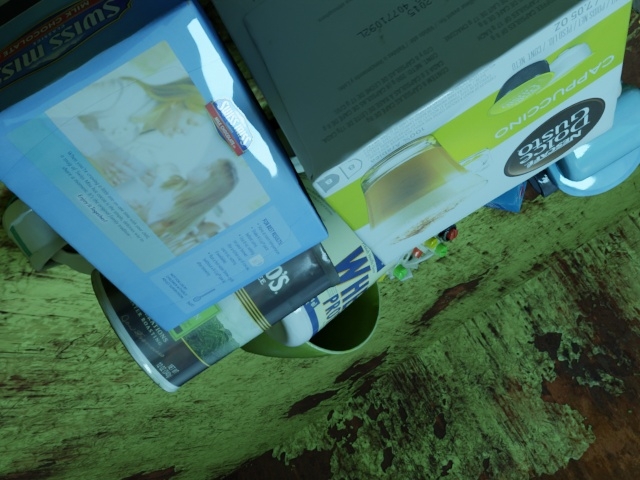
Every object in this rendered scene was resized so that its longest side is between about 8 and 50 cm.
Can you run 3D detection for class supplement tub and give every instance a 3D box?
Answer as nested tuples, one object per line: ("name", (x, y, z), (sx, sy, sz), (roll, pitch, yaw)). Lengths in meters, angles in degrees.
("supplement tub", (0.000, 0.000, 1.249), (0.325, 0.235, 0.235), (-39, 161, -20))

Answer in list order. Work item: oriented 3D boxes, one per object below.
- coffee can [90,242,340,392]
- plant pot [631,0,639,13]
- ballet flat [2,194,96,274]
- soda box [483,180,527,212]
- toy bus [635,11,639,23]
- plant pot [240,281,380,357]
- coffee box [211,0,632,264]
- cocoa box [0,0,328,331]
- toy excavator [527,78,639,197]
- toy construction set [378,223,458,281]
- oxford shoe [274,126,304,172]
("coffee can", (-0.140, 0.049, 0.992), (0.275, 0.202, 0.201), (-34, 157, -4))
("plant pot", (0.421, -0.394, 0.910), (0.237, 0.109, 0.237), (-41, 141, -47))
("ballet flat", (-0.282, -0.002, 1.113), (0.400, 0.139, 0.139), (-1, 144, -49))
("soda box", (0.305, -0.115, 1.471), (0.067, 0.210, 0.071), (29, 75, -63))
("toy bus", (0.507, -0.418, 1.072), (0.149, 0.211, 0.220), (-33, 155, 12))
("plant pot", (-0.071, 0.137, 1.526), (0.274, 0.275, 0.293), (-8, 165, -41))
("coffee box", (0.105, -0.227, 0.830), (0.337, 0.338, 0.334), (-32, 157, 7))
("cocoa box", (-0.179, -0.113, 0.766), (0.231, 0.228, 0.347), (-30, 139, 1))
("toy excavator", (0.435, -0.244, 1.194), (0.222, 0.433, 0.445), (-32, -161, 7))
("toy construction set", (0.201, 0.015, 1.675), (0.215, 0.151, 0.327), (-57, 162, 2))
("oxford shoe", (0.076, -0.225, 1.092), (0.449, 0.169, 0.130), (-24, 116, 7))
